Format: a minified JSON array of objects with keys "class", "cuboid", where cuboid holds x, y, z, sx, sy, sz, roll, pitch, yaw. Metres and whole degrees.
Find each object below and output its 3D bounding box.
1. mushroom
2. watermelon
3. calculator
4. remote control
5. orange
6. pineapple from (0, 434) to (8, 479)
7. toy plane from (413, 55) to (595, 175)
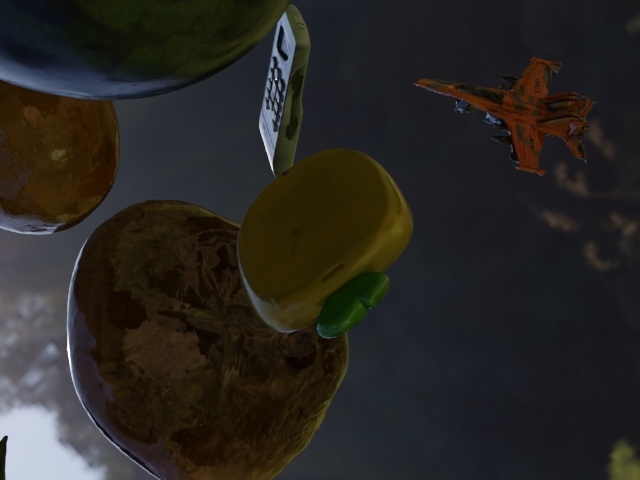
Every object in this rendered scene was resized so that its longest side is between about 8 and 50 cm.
[{"class":"mushroom","cuboid":[-0.099,0.090,1.771,0.278,0.146,0.278,8,-107,-27]},{"class":"watermelon","cuboid":[-0.135,-0.225,1.126,0.285,0.285,0.285,44,-164,-16]},{"class":"calculator","cuboid":[0.000,0.000,1.535,0.032,0.146,0.235,50,-174,-28]},{"class":"remote control","cuboid":[-0.031,-0.136,1.819,0.029,0.166,0.065,-2,-135,-15]},{"class":"orange","cuboid":[-0.216,-0.078,1.424,0.156,0.124,0.156,44,145,41]},{"class":"pineapple","cuboid":[-0.289,0.309,1.930,0.128,0.128,0.248,-101,-14,-63]},{"class":"toy plane","cuboid":[0.183,-0.132,1.987,0.062,0.188,0.135,99,179,-63]}]
